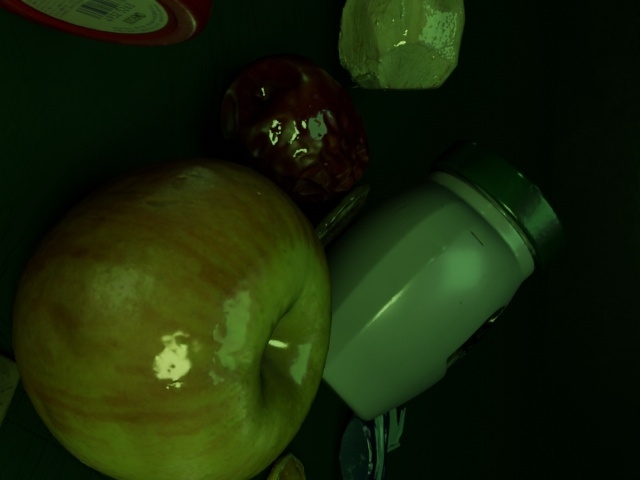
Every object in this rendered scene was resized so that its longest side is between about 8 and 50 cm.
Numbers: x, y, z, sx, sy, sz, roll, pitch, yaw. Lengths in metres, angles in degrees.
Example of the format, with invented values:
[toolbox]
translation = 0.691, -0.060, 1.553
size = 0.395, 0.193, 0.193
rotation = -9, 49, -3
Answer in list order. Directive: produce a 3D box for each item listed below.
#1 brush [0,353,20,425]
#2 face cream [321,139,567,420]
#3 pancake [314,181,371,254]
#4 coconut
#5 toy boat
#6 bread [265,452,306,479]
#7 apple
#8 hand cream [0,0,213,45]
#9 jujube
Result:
[brush]
translation = -0.292, 0.198, 0.627
size = 0.043, 0.036, 0.247
rotation = 62, 34, -53
[face cream]
translation = 0.128, 0.057, 1.106
size = 0.357, 0.219, 0.312
rotation = -44, 163, -7
[pancake]
translation = 0.001, 0.001, 1.063
size = 0.199, 0.021, 0.199
rotation = -48, 173, -8
[coconut]
translation = 0.120, -0.314, 1.208
size = 0.194, 0.195, 0.194
rotation = -15, 107, -62
[toy boat]
translation = 0.112, 0.335, 1.409
size = 0.291, 0.067, 0.220
rotation = 10, 84, -66
[bread]
translation = -0.048, 0.342, 1.130
size = 0.110, 0.025, 0.109
rotation = -14, 106, -61
[apple]
translation = -0.122, 0.071, 0.719
size = 0.286, 0.233, 0.285
rotation = -31, 125, -58
[hand cream]
translation = -0.168, -0.237, 0.634
size = 0.193, 0.193, 0.125
rotation = 21, 77, -62
[jujube]
translation = -0.022, -0.125, 0.984
size = 0.230, 0.155, 0.155
rotation = 21, 75, -64
